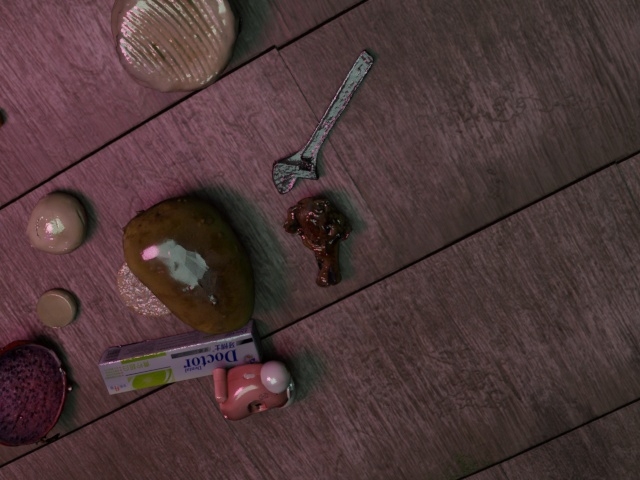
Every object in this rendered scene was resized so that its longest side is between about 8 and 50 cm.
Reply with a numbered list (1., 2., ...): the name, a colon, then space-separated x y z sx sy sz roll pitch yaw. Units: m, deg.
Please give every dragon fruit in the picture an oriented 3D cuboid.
1. dragon fruit: -0.655 0.314 1.958 0.148 0.224 0.218 3 75 37

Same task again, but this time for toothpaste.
1. toothpaste: -0.292 0.244 1.958 0.337 0.067 0.081 -12 113 7

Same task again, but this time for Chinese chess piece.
1. Chinese chess piece: -0.550 0.142 1.948 0.084 0.034 0.084 1 109 4

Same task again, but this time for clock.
1. clock: -0.130 0.313 1.930 0.162 0.092 0.166 -11 152 1

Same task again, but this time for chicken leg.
1. chicken leg: 0.007 -0.003 1.850 0.125 0.080 0.196 -22 116 21

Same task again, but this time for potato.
1. potato: -0.244 0.050 1.822 0.210 0.173 0.307 -36 108 -5

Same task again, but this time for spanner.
1. spanner: 0.007 -0.221 1.789 0.093 0.026 0.325 30 108 -8

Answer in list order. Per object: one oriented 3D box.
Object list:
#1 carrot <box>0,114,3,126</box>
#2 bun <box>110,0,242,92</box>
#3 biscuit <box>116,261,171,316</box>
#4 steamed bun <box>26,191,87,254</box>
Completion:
1. carrot: -0.701 -0.217 1.814 0.171 0.042 0.042 -12 110 9
2. bun: -0.258 -0.386 1.670 0.239 0.141 0.239 -7 119 -13
3. biscuit: -0.348 0.091 1.926 0.152 0.020 0.152 1 112 3
4. steamed bun: -0.522 -0.027 1.851 0.113 0.091 0.129 19 110 -6
